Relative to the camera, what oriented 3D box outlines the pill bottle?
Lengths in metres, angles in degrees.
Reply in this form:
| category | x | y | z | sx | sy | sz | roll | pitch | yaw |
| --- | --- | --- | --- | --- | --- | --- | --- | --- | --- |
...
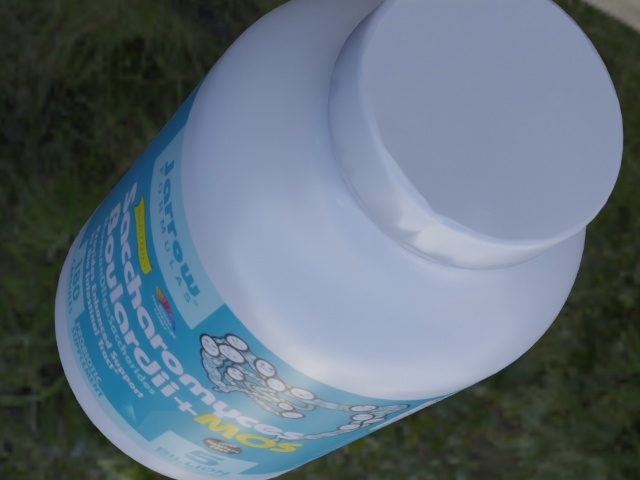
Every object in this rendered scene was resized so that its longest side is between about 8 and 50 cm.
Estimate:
| category | x | y | z | sx | sy | sz | roll | pitch | yaw |
| --- | --- | --- | --- | --- | --- | --- | --- | --- | --- |
| pill bottle | 0.000 | 0.000 | 0.551 | 0.146 | 0.146 | 0.264 | 7 | 158 | -22 |
